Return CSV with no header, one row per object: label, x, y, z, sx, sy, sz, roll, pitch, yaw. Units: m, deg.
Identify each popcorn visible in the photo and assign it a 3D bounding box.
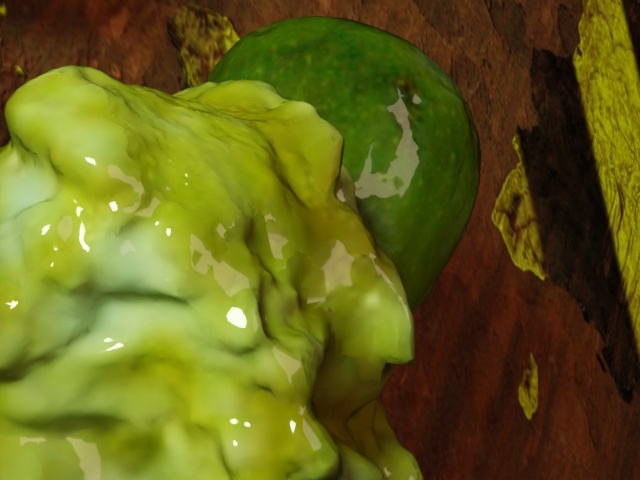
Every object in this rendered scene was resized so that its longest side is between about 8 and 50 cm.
popcorn,-0.086,0.077,1.049,0.292,0.293,0.334,-139,-125,-79

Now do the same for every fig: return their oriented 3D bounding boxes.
fig,0.000,0.000,1.253,0.206,0.206,0.275,43,44,-40
